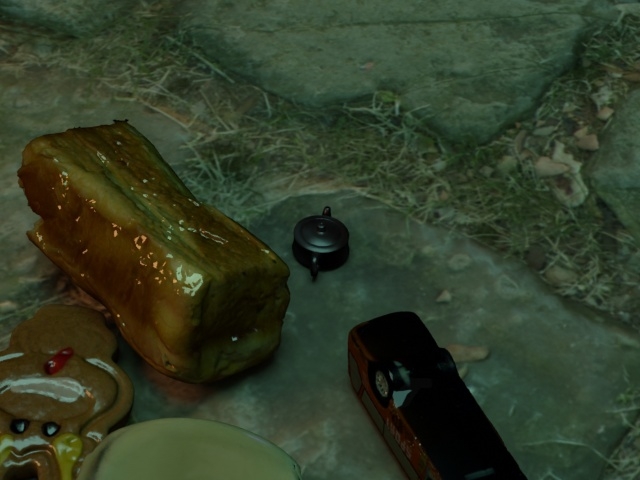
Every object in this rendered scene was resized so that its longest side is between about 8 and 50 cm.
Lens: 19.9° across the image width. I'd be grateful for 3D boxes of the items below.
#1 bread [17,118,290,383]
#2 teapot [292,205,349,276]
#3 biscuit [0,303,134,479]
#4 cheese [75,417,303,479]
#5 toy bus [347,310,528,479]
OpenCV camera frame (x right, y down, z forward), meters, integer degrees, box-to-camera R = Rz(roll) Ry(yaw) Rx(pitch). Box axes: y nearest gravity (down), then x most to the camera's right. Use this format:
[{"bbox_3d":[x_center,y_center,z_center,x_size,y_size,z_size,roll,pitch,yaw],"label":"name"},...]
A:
[{"bbox_3d":[-0.189,0.013,2.024,0.195,0.148,0.344,-10,41,-43],"label":"bread"},{"bbox_3d":[0.000,0.000,2.122,0.068,0.045,0.100,7,43,6],"label":"teapot"},{"bbox_3d":[-0.292,0.180,1.920,0.186,0.044,0.295,6,46,-2],"label":"biscuit"},{"bbox_3d":[-0.128,0.290,1.761,0.233,0.127,0.266,14,47,10],"label":"cheese"},{"bbox_3d":[0.145,0.236,1.857,0.093,0.092,0.409,-14,47,-20],"label":"toy bus"}]
